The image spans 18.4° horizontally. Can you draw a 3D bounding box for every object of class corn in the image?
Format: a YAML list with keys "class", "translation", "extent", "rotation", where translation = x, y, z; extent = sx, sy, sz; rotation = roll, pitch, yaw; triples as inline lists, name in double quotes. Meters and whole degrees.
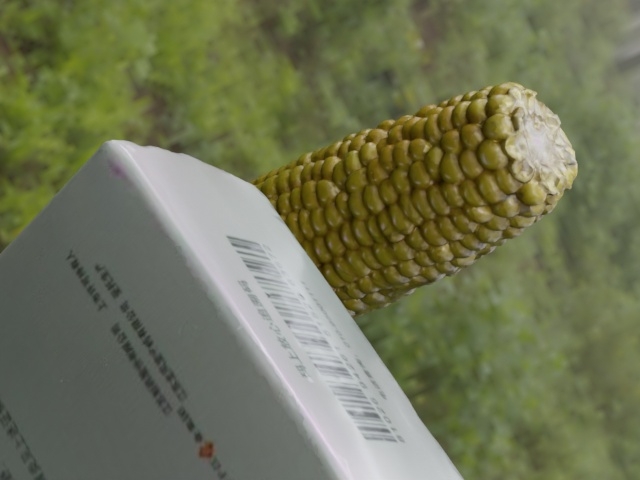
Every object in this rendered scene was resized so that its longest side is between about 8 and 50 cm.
- class: "corn"
  translation: [0.000, 0.000, 1.088]
  extent: [0.101, 0.310, 0.101]
  rotation: [39, 38, -40]

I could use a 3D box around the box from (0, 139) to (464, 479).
- class: "box"
  translation: [-0.102, 0.136, 0.790]
  extent: [0.200, 0.299, 0.106]
  rotation: [55, 19, 26]
